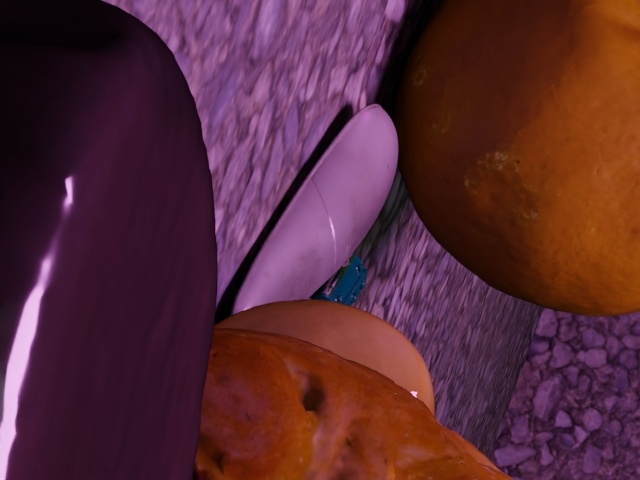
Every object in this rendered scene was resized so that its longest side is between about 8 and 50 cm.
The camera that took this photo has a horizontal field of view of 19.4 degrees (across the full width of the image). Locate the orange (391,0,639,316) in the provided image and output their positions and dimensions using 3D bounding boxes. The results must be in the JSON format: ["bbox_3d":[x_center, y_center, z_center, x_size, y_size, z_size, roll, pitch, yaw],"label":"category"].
[{"bbox_3d":[0.188,-0.083,1.291,0.279,0.279,0.235,-60,174,-43],"label":"orange"}]

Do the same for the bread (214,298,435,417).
[{"bbox_3d":[-0.013,0.109,1.020,0.217,0.147,0.098,98,-12,-50],"label":"bread"}]

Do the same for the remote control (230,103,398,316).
[{"bbox_3d":[0.000,0.000,1.121,0.229,0.044,0.073,-58,165,-45],"label":"remote control"}]

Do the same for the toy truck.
[{"bbox_3d":[-0.003,0.038,1.168,0.083,0.044,0.039,-57,158,-51],"label":"toy truck"}]

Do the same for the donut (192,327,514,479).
[{"bbox_3d":[-0.042,0.191,0.680,0.317,0.299,0.150,-33,161,-33],"label":"donut"}]

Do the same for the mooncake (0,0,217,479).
[{"bbox_3d":[-0.117,0.066,0.485,0.283,0.141,0.283,12,90,-83],"label":"mooncake"}]
